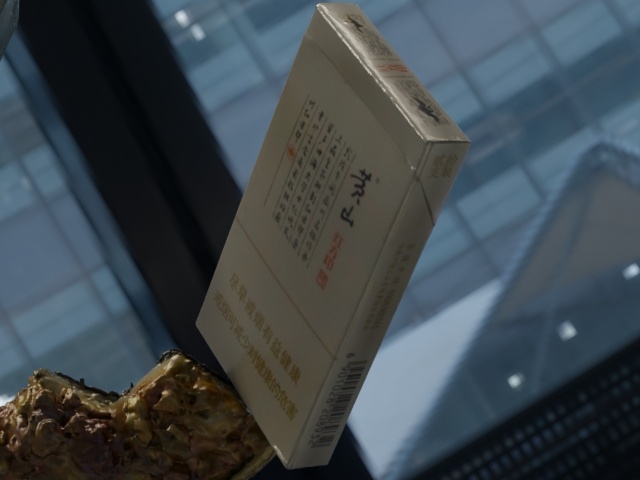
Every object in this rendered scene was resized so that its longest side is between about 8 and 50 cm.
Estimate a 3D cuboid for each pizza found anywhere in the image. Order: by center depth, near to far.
[{"bbox_3d":[-0.188,0.191,1.836,0.306,0.161,0.085,-5,25,3],"label":"pizza"}]

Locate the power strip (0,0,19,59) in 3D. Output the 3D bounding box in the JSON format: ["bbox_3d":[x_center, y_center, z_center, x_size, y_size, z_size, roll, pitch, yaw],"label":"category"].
[{"bbox_3d":[-0.342,-0.148,1.949,0.145,0.061,0.215,109,180,-59],"label":"power strip"}]

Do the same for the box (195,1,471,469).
[{"bbox_3d":[0.001,-0.001,1.736,0.051,0.204,0.365,-3,-49,-33],"label":"box"}]
